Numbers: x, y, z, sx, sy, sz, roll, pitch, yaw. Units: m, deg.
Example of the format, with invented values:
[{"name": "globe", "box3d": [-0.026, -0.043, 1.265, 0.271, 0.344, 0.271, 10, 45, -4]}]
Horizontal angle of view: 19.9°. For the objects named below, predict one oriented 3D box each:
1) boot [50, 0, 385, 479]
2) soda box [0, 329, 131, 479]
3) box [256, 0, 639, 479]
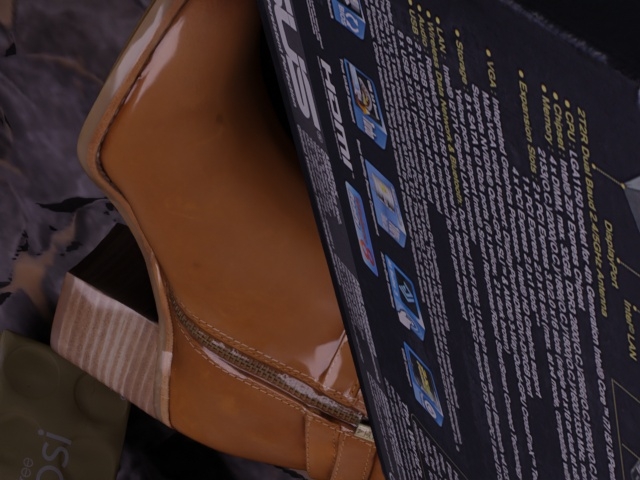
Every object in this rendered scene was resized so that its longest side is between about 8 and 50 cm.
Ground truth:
[{"name": "boot", "box3d": [0.000, 0.000, 0.591, 0.152, 0.073, 0.197, 25, 136, 8]}, {"name": "soda box", "box3d": [-0.124, 0.130, 0.702, 0.061, 0.181, 0.058, 23, 145, -21]}, {"name": "box", "box3d": [0.113, 0.100, 0.445, 0.318, 0.097, 0.395, 47, 156, 55]}]
